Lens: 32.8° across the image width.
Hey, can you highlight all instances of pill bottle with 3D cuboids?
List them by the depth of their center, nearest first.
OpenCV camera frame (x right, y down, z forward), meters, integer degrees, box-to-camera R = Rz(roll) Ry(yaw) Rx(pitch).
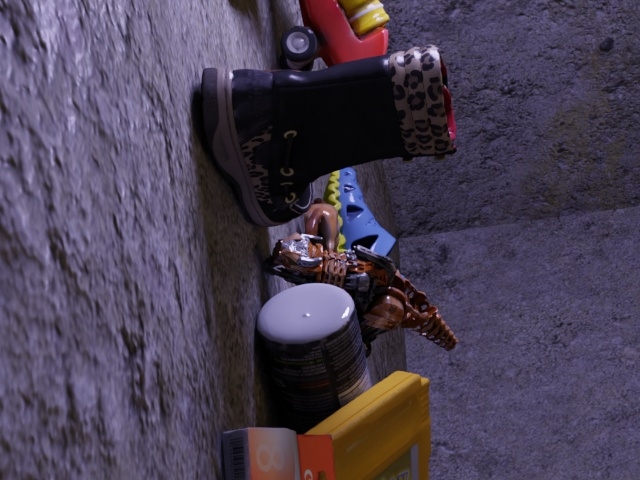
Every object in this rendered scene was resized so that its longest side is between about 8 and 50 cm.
[{"bbox_3d":[0.002,0.189,1.447,0.130,0.130,0.245,-85,165,-57],"label":"pill bottle"}]

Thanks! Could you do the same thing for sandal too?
[{"bbox_3d":[0.076,0.009,2.021,0.126,0.138,0.317,106,-23,-66],"label":"sandal"}]

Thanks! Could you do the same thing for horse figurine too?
[{"bbox_3d":[0.000,0.000,1.849,0.263,0.066,0.174,46,44,-81],"label":"horse figurine"}]

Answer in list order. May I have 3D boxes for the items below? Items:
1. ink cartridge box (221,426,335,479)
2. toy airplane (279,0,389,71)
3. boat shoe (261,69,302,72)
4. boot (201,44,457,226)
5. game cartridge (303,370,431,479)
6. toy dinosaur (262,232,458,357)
[{"bbox_3d":[-0.027,0.279,1.180,0.179,0.045,0.145,11,68,-46],"label":"ink cartridge box"},{"bbox_3d":[0.040,-0.479,1.822,0.386,0.272,0.384,-104,-175,-49],"label":"toy airplane"},{"bbox_3d":[-0.049,-0.186,1.593,0.257,0.095,0.095,13,76,-82],"label":"boat shoe"},{"bbox_3d":[0.027,-0.126,1.366,0.377,0.284,0.138,60,24,-67],"label":"boot"},{"bbox_3d":[0.063,0.358,1.420,0.285,0.053,0.323,-24,119,-53],"label":"game cartridge"},{"bbox_3d":[0.055,0.100,1.543,0.322,0.218,0.164,38,39,-10],"label":"toy dinosaur"}]
